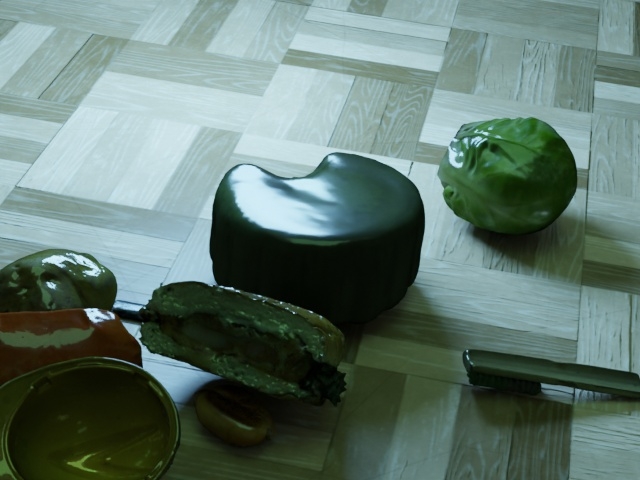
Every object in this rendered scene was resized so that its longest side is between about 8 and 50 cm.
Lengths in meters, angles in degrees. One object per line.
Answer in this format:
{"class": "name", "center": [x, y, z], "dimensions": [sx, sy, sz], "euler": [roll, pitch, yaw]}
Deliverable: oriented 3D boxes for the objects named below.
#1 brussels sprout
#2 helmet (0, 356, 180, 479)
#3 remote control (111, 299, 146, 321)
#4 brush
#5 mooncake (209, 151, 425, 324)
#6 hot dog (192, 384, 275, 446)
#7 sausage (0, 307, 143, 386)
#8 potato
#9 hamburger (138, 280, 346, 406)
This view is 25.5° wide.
{"class": "brussels sprout", "center": [0.330, -0.113, 2.480], "dimensions": [0.244, 0.244, 0.244], "euler": [4, 32, -3]}
{"class": "helmet", "center": [-0.299, 0.269, 1.827], "dimensions": [0.257, 0.140, 0.205], "euler": [-4, 64, 3]}
{"class": "remote control", "center": [-0.281, 0.110, 2.196], "dimensions": [0.096, 0.014, 0.039], "euler": [11, 33, 10]}
{"class": "brush", "center": [0.348, 0.208, 2.113], "dimensions": [0.282, 0.048, 0.054], "euler": [8, 34, -10]}
{"class": "mooncake", "center": [0.000, 0.000, 2.257], "dimensions": [0.351, 0.187, 0.351], "euler": [5, 28, -3]}
{"class": "hot dog", "center": [-0.127, 0.244, 1.971], "dimensions": [0.140, 0.060, 0.090], "euler": [28, 34, 21]}
{"class": "sausage", "center": [-0.380, 0.171, 1.950], "dimensions": [0.268, 0.153, 0.141], "euler": [0, 74, -9]}
{"class": "potato", "center": [-0.402, 0.088, 2.105], "dimensions": [0.154, 0.137, 0.200], "euler": [49, 44, 7]}
{"class": "hamburger", "center": [-0.093, 0.145, 2.018], "dimensions": [0.309, 0.132, 0.211], "euler": [15, -2, 17]}
